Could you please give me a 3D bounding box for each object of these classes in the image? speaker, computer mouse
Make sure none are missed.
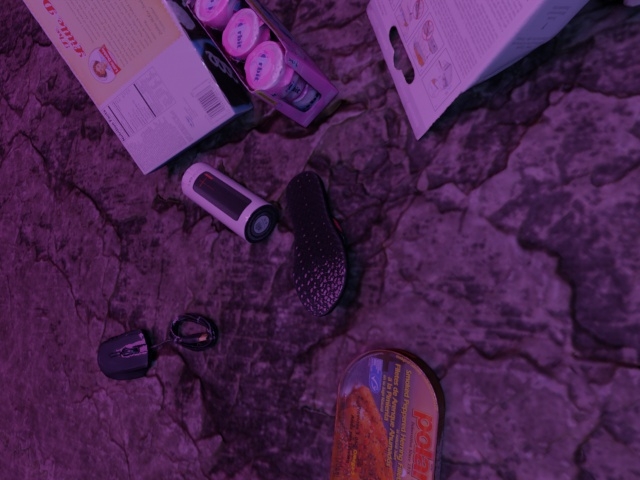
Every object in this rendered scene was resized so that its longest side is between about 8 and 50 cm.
[{"bbox_3d":[-0.120,-0.051,0.568,0.136,0.055,0.055,34,102,31],"label":"speaker"},{"bbox_3d":[-0.244,0.153,0.629,0.241,0.041,0.071,-22,72,27],"label":"computer mouse"}]

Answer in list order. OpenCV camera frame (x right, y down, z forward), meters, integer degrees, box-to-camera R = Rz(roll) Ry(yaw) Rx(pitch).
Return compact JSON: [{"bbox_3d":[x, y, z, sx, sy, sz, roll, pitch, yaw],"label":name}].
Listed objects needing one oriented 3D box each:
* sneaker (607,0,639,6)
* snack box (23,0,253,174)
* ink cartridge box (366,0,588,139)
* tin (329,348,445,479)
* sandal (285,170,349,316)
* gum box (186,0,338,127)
[{"bbox_3d":[0.230,-0.288,0.356,0.153,0.094,0.235,-33,78,15],"label":"sneaker"},{"bbox_3d":[-0.252,-0.269,0.576,0.187,0.060,0.322,-23,107,28],"label":"snack box"},{"bbox_3d":[0.134,-0.235,0.398,0.232,0.066,0.189,123,134,-65],"label":"ink cartridge box"},{"bbox_3d":[0.066,0.202,0.433,0.106,0.040,0.190,4,86,36],"label":"tin"},{"bbox_3d":[0.000,0.000,0.503,0.067,0.040,0.179,-23,58,22],"label":"sandal"},{"bbox_3d":[-0.067,-0.227,0.525,0.062,0.107,0.189,-43,64,20],"label":"gum box"}]
